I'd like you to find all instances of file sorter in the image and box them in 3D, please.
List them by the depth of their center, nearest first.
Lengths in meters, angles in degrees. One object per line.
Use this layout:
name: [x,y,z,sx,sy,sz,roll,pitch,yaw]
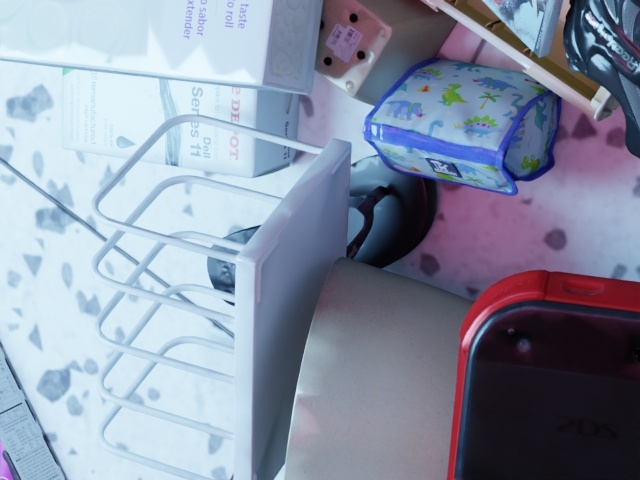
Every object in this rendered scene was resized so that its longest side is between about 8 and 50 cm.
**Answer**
file sorter: [-0.092,0.054,1.666,0.173,0.193,0.278,16,129,17]

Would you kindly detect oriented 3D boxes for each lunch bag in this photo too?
lunch bag: [0.122,-0.094,1.605,0.129,0.151,0.096,13,107,22]

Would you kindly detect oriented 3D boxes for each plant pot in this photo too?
plant pot: [0.128,0.161,1.628,0.274,0.256,0.256,9,106,9]
plant pot: [0.037,-0.181,1.657,0.109,0.096,0.109,39,115,14]

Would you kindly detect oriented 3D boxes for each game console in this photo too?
game console: [0.288,0.206,1.476,0.386,0.060,0.342,7,109,11]

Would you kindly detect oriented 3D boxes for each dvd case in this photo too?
dvd case: [0.146,-0.210,1.462,0.119,0.013,0.087,50,148,31]

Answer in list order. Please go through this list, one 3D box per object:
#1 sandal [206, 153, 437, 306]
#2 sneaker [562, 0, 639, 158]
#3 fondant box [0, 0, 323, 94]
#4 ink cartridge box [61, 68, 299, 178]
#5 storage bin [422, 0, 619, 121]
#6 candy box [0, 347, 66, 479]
sandal: [0.000,0.001,1.741,0.254,0.054,0.097,-29,88,29]
sneaker: [0.218,-0.187,1.429,0.124,0.107,0.283,-29,89,35]
fondant box: [-0.154,-0.262,1.644,0.330,0.096,0.238,8,92,26]
ink cartridge box: [-0.129,-0.148,1.752,0.208,0.087,0.153,9,106,23]
storage bin: [0.191,-0.271,1.546,0.262,0.123,0.260,36,114,14]
candy box: [-0.372,0.211,1.964,0.159,0.071,0.233,-27,88,29]
